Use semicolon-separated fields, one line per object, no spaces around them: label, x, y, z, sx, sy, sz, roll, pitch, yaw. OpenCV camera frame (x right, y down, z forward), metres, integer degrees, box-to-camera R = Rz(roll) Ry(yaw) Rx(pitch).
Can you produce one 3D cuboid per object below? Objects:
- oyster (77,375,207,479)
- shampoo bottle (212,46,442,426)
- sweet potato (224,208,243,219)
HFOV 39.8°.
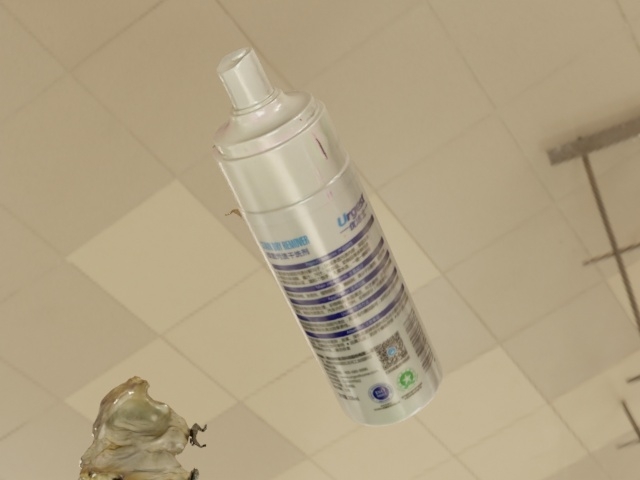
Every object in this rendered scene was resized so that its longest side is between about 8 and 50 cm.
oyster;-0.197;0.265;0.935;0.133;0.337;0.198;24;116;-18
shampoo bottle;0.000;0.000;0.658;0.092;0.092;0.303;-23;116;7
sweet potato;-0.014;0.001;0.987;0.195;0.056;0.056;22;122;1
